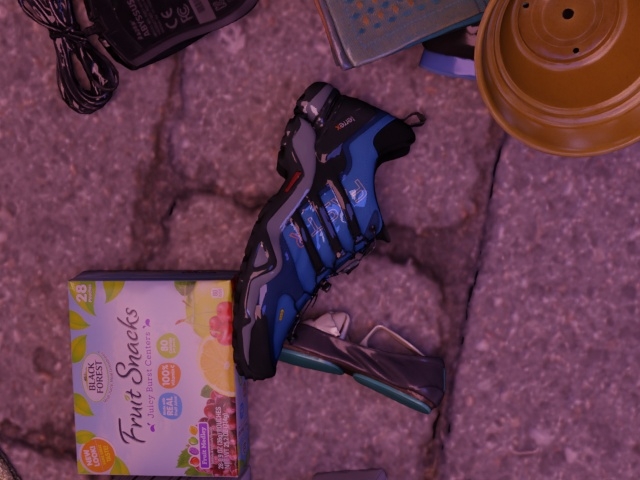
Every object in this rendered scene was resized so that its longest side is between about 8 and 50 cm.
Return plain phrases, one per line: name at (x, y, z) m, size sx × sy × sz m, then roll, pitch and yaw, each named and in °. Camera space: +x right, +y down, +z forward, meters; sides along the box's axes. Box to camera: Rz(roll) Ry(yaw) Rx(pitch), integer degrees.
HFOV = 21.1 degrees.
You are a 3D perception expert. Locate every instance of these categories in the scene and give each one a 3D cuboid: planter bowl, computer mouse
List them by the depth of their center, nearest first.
planter bowl at (0.235, -0.191, 1.559) m, size 0.217 × 0.090 × 0.217 m, roll -5°, pitch 119°, yaw -8°
computer mouse at (-0.164, -0.254, 1.720) m, size 0.272 × 0.072 × 0.189 m, roll -18°, pitch 98°, yaw 24°

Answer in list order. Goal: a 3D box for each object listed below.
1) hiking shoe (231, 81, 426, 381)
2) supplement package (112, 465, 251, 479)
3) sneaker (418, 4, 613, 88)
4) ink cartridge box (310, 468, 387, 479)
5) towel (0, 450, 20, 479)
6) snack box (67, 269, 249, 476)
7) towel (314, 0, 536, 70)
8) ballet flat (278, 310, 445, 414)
hiking shoe at (0.000, 0.000, 1.685) m, size 0.132 × 0.113 × 0.304 m, roll 18°, pitch 89°, yaw 1°
supplement package at (-0.148, 0.382, 1.744) m, size 0.145 × 0.204 × 0.262 m, roll -2°, pitch 99°, yaw 11°
sneaker at (0.210, -0.193, 1.657) m, size 0.232 × 0.081 × 0.091 m, roll 9°, pitch 105°, yaw 8°
ink cartridge box at (0.019, 0.321, 1.714) m, size 0.082 × 0.190 × 0.140 m, roll -6°, pitch 98°, yaw 12°
towel at (-0.357, 0.304, 1.857) m, size 0.110 × 0.027 × 0.148 m, roll -26°, pitch 94°, yaw 11°
snack box at (-0.166, 0.136, 1.777) m, size 0.174 × 0.070 × 0.207 m, roll 0°, pitch 98°, yaw 9°
towel at (0.080, -0.369, 1.612) m, size 0.271 × 0.040 × 0.370 m, roll -20°, pitch 86°, yaw -9°
ballet flat at (0.034, 0.113, 1.747) m, size 0.203 × 0.074 × 0.074 m, roll 19°, pitch 102°, yaw 12°
